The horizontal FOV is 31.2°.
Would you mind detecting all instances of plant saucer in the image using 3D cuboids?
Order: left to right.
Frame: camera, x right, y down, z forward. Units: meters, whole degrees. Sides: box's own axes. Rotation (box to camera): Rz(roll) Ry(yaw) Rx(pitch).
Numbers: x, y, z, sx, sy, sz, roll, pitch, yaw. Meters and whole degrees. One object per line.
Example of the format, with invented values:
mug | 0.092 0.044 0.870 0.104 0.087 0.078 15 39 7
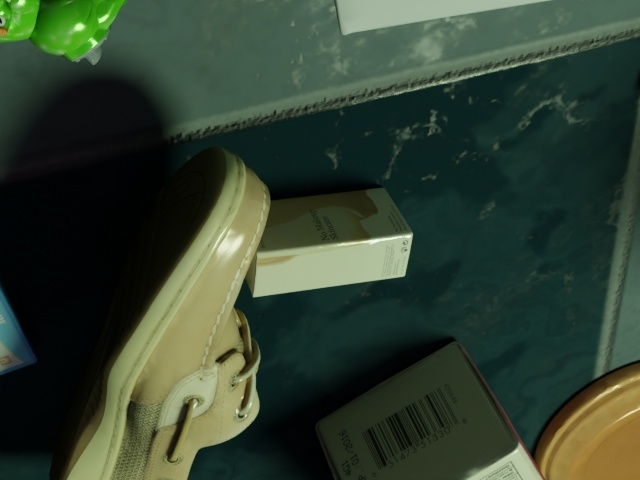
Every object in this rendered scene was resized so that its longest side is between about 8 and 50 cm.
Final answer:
plant saucer | 0.307 0.198 1.126 0.200 0.037 0.200 -12 132 -13

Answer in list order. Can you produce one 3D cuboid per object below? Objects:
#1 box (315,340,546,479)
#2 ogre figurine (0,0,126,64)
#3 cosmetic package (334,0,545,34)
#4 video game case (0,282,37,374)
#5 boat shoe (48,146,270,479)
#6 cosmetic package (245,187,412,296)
box | 0.120 0.223 1.002 0.148 0.127 0.232 -31 134 3
ogre figurine | -0.164 -0.157 0.577 0.197 0.097 0.118 1 111 -44
cosmetic package | 0.119 -0.295 0.530 0.284 0.097 0.377 -10 133 2
video game case | -0.289 0.069 0.766 0.166 0.015 0.119 -20 134 -7
boat shoe | -0.093 0.080 0.778 0.110 0.122 0.341 18 131 -14
cosmetic package | 0.000 0.000 0.803 0.115 0.060 0.041 -8 130 -20
